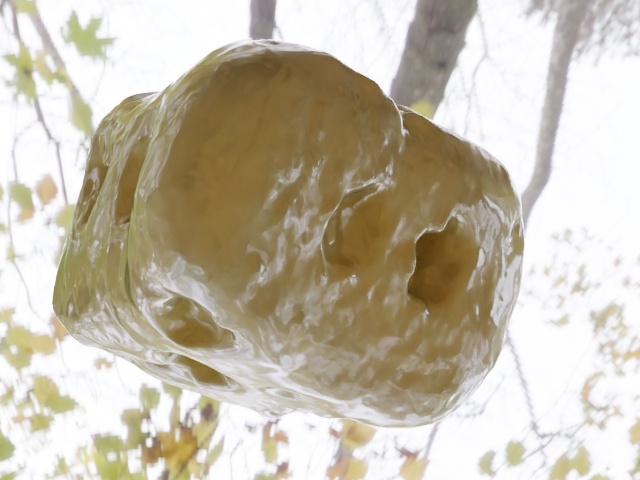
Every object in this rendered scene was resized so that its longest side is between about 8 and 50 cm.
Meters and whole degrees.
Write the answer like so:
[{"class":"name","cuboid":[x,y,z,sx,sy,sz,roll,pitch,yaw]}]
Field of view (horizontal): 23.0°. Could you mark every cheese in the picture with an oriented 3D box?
[{"class":"cheese","cuboid":[0.000,0.002,0.818,0.248,0.251,0.173,15,-106,-11]}]
